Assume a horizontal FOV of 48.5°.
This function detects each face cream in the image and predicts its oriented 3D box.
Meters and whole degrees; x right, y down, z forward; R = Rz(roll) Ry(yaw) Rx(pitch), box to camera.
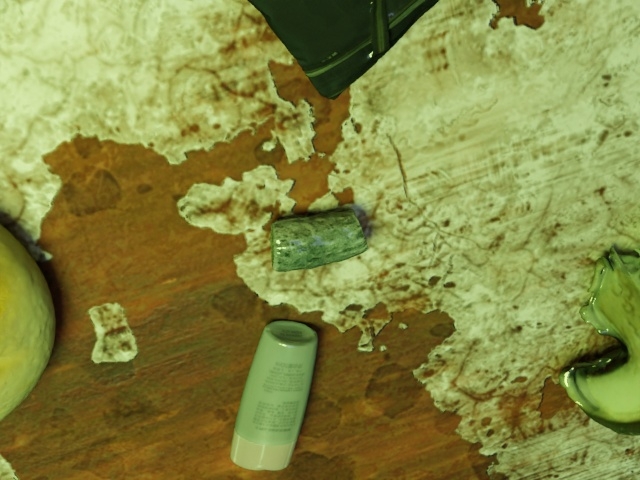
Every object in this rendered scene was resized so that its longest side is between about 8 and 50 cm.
[{"bbox_3d":[-0.056,0.197,0.886,0.084,0.057,0.198,9,114,-14],"label":"face cream"}]

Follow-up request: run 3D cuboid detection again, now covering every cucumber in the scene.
[{"bbox_3d":[-0.002,0.000,0.800,0.112,0.064,0.064,-9,115,-6],"label":"cucumber"}]

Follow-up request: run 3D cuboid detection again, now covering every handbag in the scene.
[{"bbox_3d":[0.046,-0.272,0.659,0.254,0.088,0.211,-42,134,10],"label":"handbag"}]

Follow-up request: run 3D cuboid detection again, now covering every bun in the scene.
[{"bbox_3d":[-0.432,0.101,0.718,0.299,0.165,0.298,-3,114,-7],"label":"bun"}]

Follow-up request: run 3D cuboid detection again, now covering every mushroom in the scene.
[{"bbox_3d":[0.435,0.119,0.864,0.164,0.189,0.267,0,113,-26],"label":"mushroom"}]
